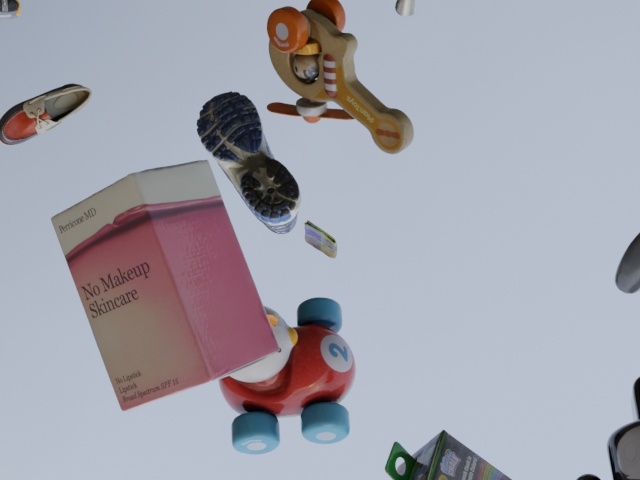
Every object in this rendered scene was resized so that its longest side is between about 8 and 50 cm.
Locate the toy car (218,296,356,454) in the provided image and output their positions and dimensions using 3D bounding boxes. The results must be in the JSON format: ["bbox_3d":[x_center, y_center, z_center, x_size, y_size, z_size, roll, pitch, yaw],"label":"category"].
[{"bbox_3d":[-0.068,0.159,1.473,0.210,0.238,0.219,-10,-124,9],"label":"toy car"}]

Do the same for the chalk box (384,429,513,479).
[{"bbox_3d":[0.183,0.395,1.554,0.132,0.213,0.132,-51,-174,39],"label":"chalk box"}]

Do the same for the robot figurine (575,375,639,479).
[{"bbox_3d":[0.407,0.284,1.096,0.209,0.173,0.278,-32,-124,45],"label":"robot figurine"}]

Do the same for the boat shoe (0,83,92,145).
[{"bbox_3d":[-0.363,-0.167,1.335,0.137,0.049,0.043,-36,-153,-31],"label":"boat shoe"}]

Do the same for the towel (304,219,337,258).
[{"bbox_3d":[0.000,0.000,1.539,0.009,0.060,0.083,-53,171,-15],"label":"towel"}]

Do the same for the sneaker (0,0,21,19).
[{"bbox_3d":[-0.505,-0.421,1.574,0.084,0.083,0.215,126,-36,-56],"label":"sneaker"}]

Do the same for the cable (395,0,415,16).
[{"bbox_3d":[0.049,-0.248,0.550,0.072,0.139,0.287,-23,166,-22],"label":"cable"}]

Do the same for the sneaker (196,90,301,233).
[{"bbox_3d":[-0.057,-0.058,0.809,0.052,0.058,0.135,-25,-117,-5],"label":"sneaker"}]

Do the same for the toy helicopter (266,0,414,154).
[{"bbox_3d":[0.030,-0.279,1.917,0.140,0.355,0.235,-30,156,-42],"label":"toy helicopter"}]

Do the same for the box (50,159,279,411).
[{"bbox_3d":[-0.170,0.048,1.110,0.148,0.232,0.127,-24,177,36],"label":"box"}]

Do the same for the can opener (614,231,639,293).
[{"bbox_3d":[0.382,-0.057,0.986,0.074,0.093,0.280,38,-56,32],"label":"can opener"}]
